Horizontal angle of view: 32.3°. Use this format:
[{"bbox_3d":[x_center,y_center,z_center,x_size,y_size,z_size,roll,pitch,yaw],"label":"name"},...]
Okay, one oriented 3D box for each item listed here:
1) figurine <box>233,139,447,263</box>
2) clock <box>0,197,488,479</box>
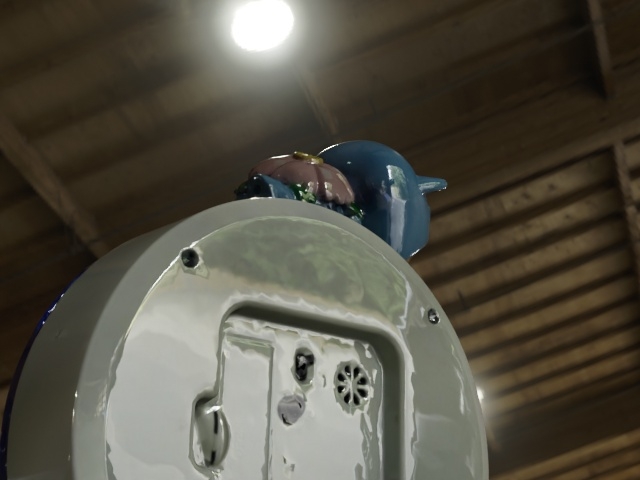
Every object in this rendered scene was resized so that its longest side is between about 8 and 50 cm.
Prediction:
[{"bbox_3d":[0.004,0.003,0.737,0.114,0.145,0.178,-15,-10,38],"label":"figurine"},{"bbox_3d":[-0.025,0.097,0.504,0.230,0.230,0.083,15,-24,-34],"label":"clock"}]
